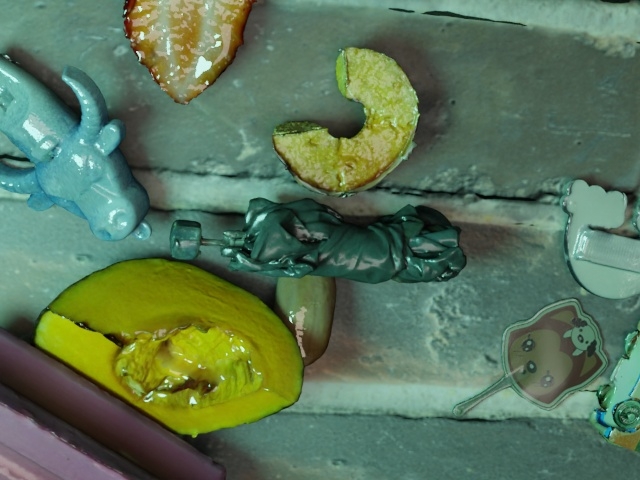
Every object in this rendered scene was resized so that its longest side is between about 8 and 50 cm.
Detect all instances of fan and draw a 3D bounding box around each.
[{"bbox_3d":[0.266,0.168,1.489,0.220,0.009,0.132,-31,103,-1],"label":"fan"}]

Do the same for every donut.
[{"bbox_3d":[0.034,-0.132,1.351,0.146,0.078,0.181,38,89,-16],"label":"donut"}]

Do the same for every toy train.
[{"bbox_3d":[0.428,0.185,1.485,0.099,0.072,0.188,24,99,-13],"label":"toy train"}]

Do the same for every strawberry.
[{"bbox_3d":[-0.146,-0.248,1.293,0.146,0.082,0.187,4,109,-4],"label":"strawberry"}]

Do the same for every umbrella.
[{"bbox_3d":[0.001,-0.002,1.334,0.348,0.143,0.094,4,96,-10],"label":"umbrella"}]

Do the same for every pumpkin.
[{"bbox_3d":[-0.171,0.132,1.371,0.312,0.148,0.169,22,139,2],"label":"pumpkin"}]

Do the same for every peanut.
[{"bbox_3d":[-0.020,0.081,1.391,0.076,0.076,0.152,9,80,-11],"label":"peanut"}]

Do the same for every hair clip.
[{"bbox_3d":[0.395,0.012,1.452,0.220,0.054,0.140,13,105,-9],"label":"hair clip"}]

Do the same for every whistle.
[{"bbox_3d":[-0.288,-0.099,1.300,0.269,0.093,0.180,44,119,-14],"label":"whistle"}]

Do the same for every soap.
[{"bbox_3d":[-0.319,0.281,1.337,0.359,0.128,0.233,35,115,-15],"label":"soap"}]
